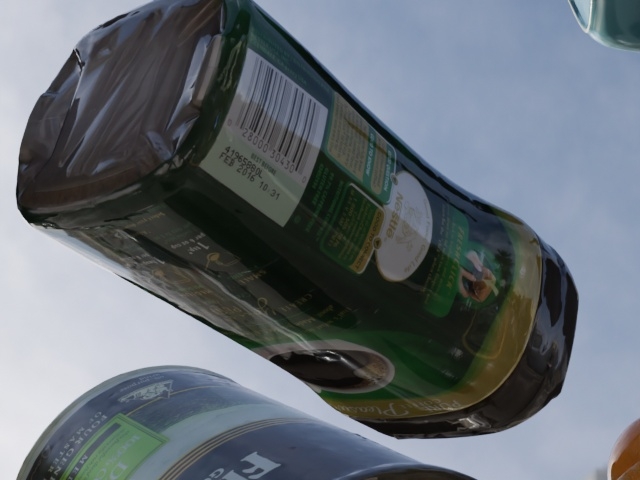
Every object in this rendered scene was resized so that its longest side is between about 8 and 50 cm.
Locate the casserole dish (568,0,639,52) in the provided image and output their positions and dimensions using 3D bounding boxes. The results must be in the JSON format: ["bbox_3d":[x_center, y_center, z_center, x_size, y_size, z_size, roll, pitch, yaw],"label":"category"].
[{"bbox_3d":[0.118,-0.163,0.672,0.037,0.188,0.114,-10,-40,-1],"label":"casserole dish"}]

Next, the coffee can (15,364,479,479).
[{"bbox_3d":[-0.033,0.190,0.823,0.201,0.201,0.275,43,-15,-27],"label":"coffee can"}]

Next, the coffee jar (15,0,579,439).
[{"bbox_3d":[0.000,0.000,0.490,0.096,0.079,0.184,-9,-34,43],"label":"coffee jar"}]

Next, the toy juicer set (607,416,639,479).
[{"bbox_3d":[0.234,0.012,0.685,0.089,0.329,0.209,29,-13,-3],"label":"toy juicer set"}]
